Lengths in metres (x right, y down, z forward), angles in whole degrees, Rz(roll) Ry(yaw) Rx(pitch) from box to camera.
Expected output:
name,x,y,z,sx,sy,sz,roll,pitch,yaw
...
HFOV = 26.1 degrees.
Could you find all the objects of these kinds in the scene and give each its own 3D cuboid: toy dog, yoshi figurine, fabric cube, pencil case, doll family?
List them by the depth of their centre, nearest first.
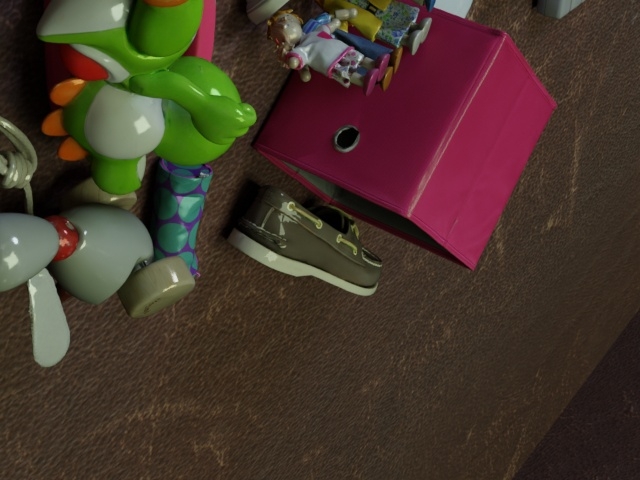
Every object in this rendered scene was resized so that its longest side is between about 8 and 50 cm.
name,x,y,z,sx,sy,sz,roll,pitch,yaw
yoshi figurine,-0.142,-0.187,1.317,0.362,0.203,0.203,110,0,-51
toy dog,-0.281,0.023,1.408,0.161,0.220,0.333,-37,148,18
pencil case,-0.167,-0.026,1.639,0.070,0.064,0.152,-2,118,-30
doll family,0.028,-0.252,1.645,0.263,0.163,0.118,-55,165,-35
fabric cube,0.117,-0.150,1.804,0.258,0.254,0.259,-62,150,-3

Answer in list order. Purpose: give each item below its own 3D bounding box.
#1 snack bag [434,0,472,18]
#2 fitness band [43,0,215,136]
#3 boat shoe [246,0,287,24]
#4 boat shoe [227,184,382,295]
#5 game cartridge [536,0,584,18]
name,x,y,z,sx,sy,sz,roll,pitch,yaw
snack bag,0.189,-0.467,1.865,0.323,0.037,0.342,17,96,-65
fitness band,-0.200,-0.226,1.447,0.209,0.054,0.291,-30,136,-41
boat shoe,-0.023,-0.354,1.593,0.227,0.081,0.079,-47,-168,17
boat shoe,0.000,0.000,1.883,0.324,0.116,0.097,18,100,-55
game cartridge,0.431,-0.552,2.192,0.230,0.068,0.355,-33,139,-36
